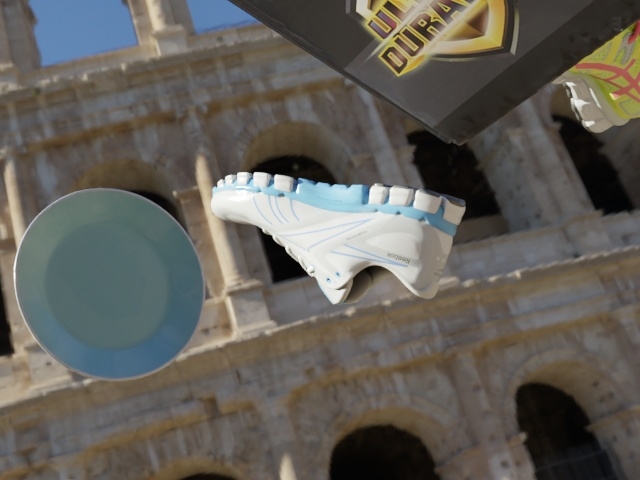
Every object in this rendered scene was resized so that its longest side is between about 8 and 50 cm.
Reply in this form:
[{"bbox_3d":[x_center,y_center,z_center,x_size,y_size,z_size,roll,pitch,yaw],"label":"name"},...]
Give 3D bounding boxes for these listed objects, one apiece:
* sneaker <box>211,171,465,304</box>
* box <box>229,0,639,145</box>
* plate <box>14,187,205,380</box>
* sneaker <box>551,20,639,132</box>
[{"bbox_3d":[0.000,0.000,0.591,0.191,0.082,0.071,8,-2,32],"label":"sneaker"},{"bbox_3d":[0.017,-0.184,0.271,0.293,0.073,0.295,29,-29,-17],"label":"box"},{"bbox_3d":[-0.199,0.042,0.829,0.188,0.188,0.024,-1,-14,-35],"label":"plate"},{"bbox_3d":[0.191,-0.134,0.548,0.094,0.081,0.208,-9,-14,30],"label":"sneaker"}]
